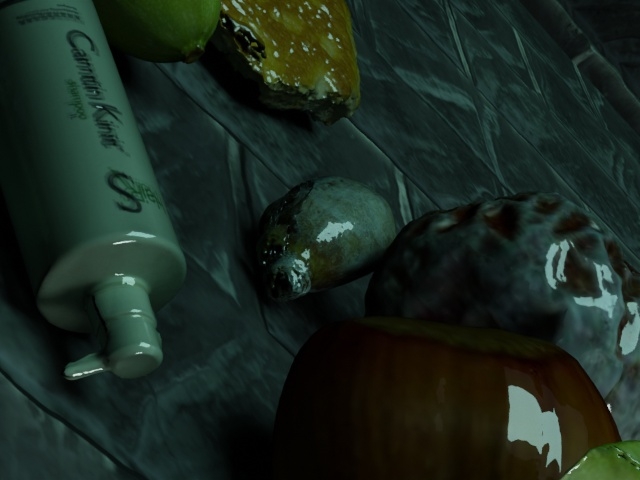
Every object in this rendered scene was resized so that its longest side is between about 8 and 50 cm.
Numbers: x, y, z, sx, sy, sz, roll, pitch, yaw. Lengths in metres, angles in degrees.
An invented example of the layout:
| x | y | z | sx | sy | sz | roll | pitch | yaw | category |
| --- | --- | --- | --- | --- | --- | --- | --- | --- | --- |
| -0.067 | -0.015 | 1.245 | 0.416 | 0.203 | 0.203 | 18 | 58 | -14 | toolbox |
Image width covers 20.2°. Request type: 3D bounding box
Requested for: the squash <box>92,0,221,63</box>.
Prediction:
| x | y | z | sx | sy | sz | roll | pitch | yaw | category |
| --- | --- | --- | --- | --- | --- | --- | --- | --- | --- |
| -0.138 | -0.204 | 1.248 | 0.186 | 0.123 | 0.123 | 51 | 18 | -5 | squash |

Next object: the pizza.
| x | y | z | sx | sy | sz | roll | pitch | yaw | category |
| --- | --- | --- | --- | --- | --- | --- | --- | --- | --- |
| -0.067 | -0.195 | 1.488 | 0.297 | 0.071 | 0.189 | 20 | 49 | -55 | pizza |

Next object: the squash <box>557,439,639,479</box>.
| x | y | z | sx | sy | sz | roll | pitch | yaw | category |
| --- | --- | --- | --- | --- | --- | --- | --- | --- | --- |
| 0.185 | 0.288 | 0.830 | 0.309 | 0.233 | 0.210 | 47 | -2 | 31 | squash |

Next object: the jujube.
| x | y | z | sx | sy | sz | roll | pitch | yaw | category |
| --- | --- | --- | --- | --- | --- | --- | --- | --- | --- |
| 0.162 | 0.086 | 1.302 | 0.317 | 0.226 | 0.226 | 27 | 31 | -60 | jujube |

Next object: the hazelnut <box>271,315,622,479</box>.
| x | y | z | sx | sy | sz | roll | pitch | yaw | category |
| --- | --- | --- | --- | --- | --- | --- | --- | --- | --- |
| 0.068 | 0.142 | 1.041 | 0.210 | 0.210 | 0.186 | 48 | -5 | -16 | hazelnut |

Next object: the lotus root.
| x | y | z | sx | sy | sz | roll | pitch | yaw | category |
| --- | --- | --- | --- | --- | --- | --- | --- | --- | --- |
| 0.000 | -0.003 | 1.281 | 0.088 | 0.088 | 0.165 | 55 | 27 | 5 | lotus root |

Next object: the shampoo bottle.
| x | y | z | sx | sy | sz | roll | pitch | yaw | category |
| --- | --- | --- | --- | --- | --- | --- | --- | --- | --- |
| -0.134 | -0.035 | 0.986 | 0.085 | 0.085 | 0.262 | 32 | 28 | -49 | shampoo bottle |
